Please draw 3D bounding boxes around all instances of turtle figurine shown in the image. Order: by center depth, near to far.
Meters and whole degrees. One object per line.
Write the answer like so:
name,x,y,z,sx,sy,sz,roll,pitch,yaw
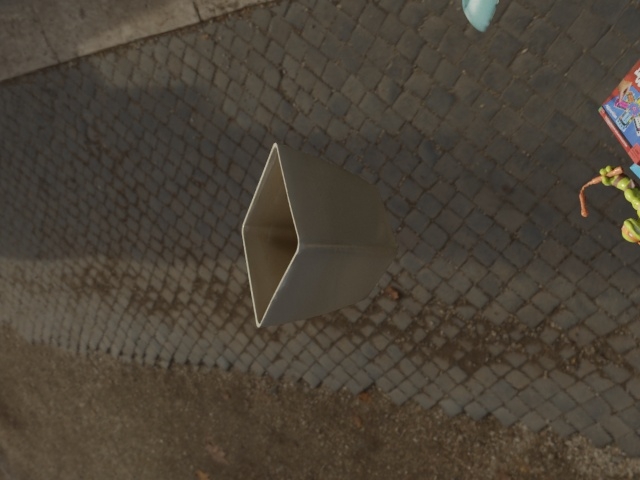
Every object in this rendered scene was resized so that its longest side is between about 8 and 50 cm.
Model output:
turtle figurine,0.550,-0.061,0.907,0.087,0.269,0.217,28,114,-31

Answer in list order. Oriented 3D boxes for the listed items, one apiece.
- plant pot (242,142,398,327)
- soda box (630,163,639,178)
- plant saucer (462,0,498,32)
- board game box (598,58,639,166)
plant pot,0.000,0.000,0.489,0.109,0.096,0.109,119,147,-43
soda box,0.663,-0.083,1.051,0.210,0.067,0.071,47,172,1
plant saucer,0.285,-0.520,0.995,0.043,0.317,0.318,7,123,4
board game box,0.579,-0.241,1.043,0.027,0.281,0.145,29,121,-6
